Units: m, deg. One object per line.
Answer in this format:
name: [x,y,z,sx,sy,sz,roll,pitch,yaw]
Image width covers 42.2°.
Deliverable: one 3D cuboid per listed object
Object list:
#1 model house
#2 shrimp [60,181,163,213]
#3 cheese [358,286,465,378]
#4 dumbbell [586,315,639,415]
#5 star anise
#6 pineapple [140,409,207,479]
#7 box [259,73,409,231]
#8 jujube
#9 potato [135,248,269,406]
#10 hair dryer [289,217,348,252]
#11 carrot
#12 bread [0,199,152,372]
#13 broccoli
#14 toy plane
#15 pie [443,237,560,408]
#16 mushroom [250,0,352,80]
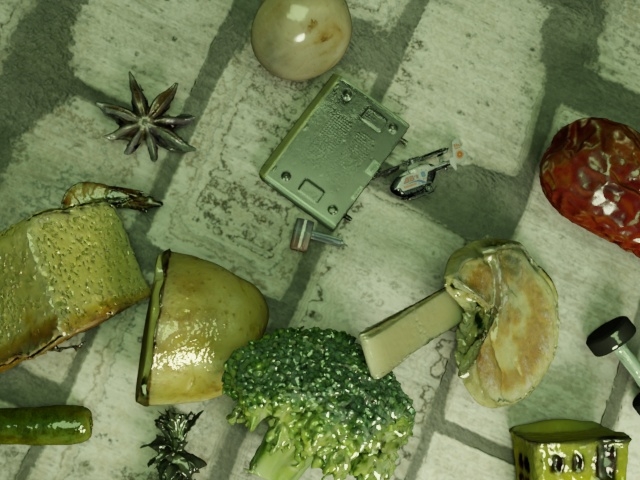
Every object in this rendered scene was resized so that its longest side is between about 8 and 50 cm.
model house: [0.467,0.469,1.562,0.193,0.175,0.234,-1,92,-7]
shrimp: [-0.406,-0.035,1.597,0.195,0.035,0.148,7,80,-1]
cheese: [0.196,0.143,1.514,0.400,0.034,0.085,-22,89,-51]
dumbbell: [0.617,0.249,1.630,0.100,0.100,0.191,-37,87,-10]
star anise: [-0.337,-0.237,1.622,0.204,0.061,0.181,7,80,-5]
pineapple: [-0.261,0.432,1.510,0.125,0.125,0.251,-5,76,-7]
box: [0.034,-0.176,1.660,0.211,0.045,0.270,37,80,2]
jujube: [0.598,-0.089,1.640,0.342,0.216,0.216,35,79,-12]
potato: [-0.210,0.166,1.505,0.242,0.242,0.285,8,67,-5]
hair dryer: [0.000,0.000,1.639,0.114,0.037,0.063,15,82,-11]
carrot: [-0.596,0.334,1.507,0.358,0.074,0.074,2,81,-5]
bread: [-0.508,0.095,1.543,0.279,0.315,0.248,-22,89,-49]
broccoli: [0.008,0.293,1.450,0.277,0.317,0.338,37,48,28]
toy plane: [0.209,-0.135,1.661,0.197,0.053,0.078,-24,98,-13]
pie: [0.347,0.154,1.580,0.337,0.075,0.337,9,76,-38]
mushroom: [-0.049,-0.428,1.629,0.207,0.207,0.215,-24,50,-9]
